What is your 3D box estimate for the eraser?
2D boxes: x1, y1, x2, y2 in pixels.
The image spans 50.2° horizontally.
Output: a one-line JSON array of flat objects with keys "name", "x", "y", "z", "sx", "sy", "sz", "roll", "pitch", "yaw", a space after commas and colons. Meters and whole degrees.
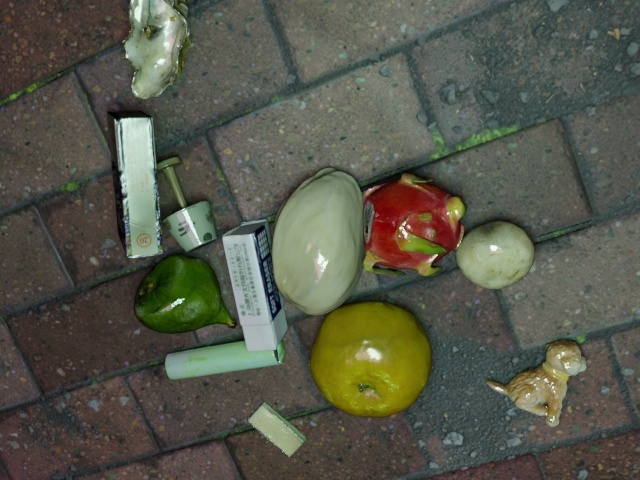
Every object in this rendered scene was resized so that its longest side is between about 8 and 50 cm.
[{"name": "eraser", "x": -0.146, "y": 0.104, "z": 1.605, "sx": 0.086, "sy": 0.130, "sz": 0.287, "roll": -6, "pitch": 105, "yaw": 15}]

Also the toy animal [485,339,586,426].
[{"name": "toy animal", "x": 0.493, "y": 0.294, "z": 1.547, "sx": 0.183, "sy": 0.104, "sz": 0.185, "roll": 24, "pitch": 114, "yaw": 11}]

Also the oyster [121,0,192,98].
[{"name": "oyster", "x": -0.353, "y": -0.485, "z": 1.490, "sx": 0.166, "sy": 0.110, "sz": 0.341, "roll": 0, "pitch": 109, "yaw": 17}]

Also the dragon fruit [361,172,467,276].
[{"name": "dragon fruit", "x": 0.197, "y": -0.031, "z": 1.459, "sx": 0.227, "sy": 0.224, "sz": 0.224, "roll": 10, "pitch": 108, "yaw": -7}]

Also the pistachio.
[{"name": "pistachio", "x": 0.000, "y": 0.000, "z": 1.512, "sx": 0.226, "sy": 0.208, "sz": 0.332, "roll": 6, "pitch": 88, "yaw": -21}]

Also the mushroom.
[{"name": "mushroom", "x": 0.379, "y": 0.029, "z": 1.481, "sx": 0.166, "sy": 0.127, "sz": 0.166, "roll": 4, "pitch": 130, "yaw": 5}]

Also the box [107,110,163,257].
[{"name": "box", "x": -0.422, "y": -0.135, "z": 1.553, "sx": 0.084, "sy": 0.198, "sz": 0.310, "roll": -7, "pitch": 106, "yaw": -20}]

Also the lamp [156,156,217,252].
[{"name": "lamp", "x": -0.322, "y": -0.083, "z": 1.593, "sx": 0.121, "sy": 0.121, "sz": 0.215, "roll": -23, "pitch": 91, "yaw": 17}]

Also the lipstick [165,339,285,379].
[{"name": "lipstick", "x": -0.237, "y": 0.295, "z": 1.706, "sx": 0.304, "sy": 0.076, "sz": 0.076, "roll": -12, "pitch": 103, "yaw": 14}]

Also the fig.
[{"name": "fig", "x": -0.310, "y": 0.153, "z": 1.641, "sx": 0.203, "sy": 0.203, "sz": 0.235, "roll": -33, "pitch": 131, "yaw": 18}]

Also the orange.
[{"name": "orange", "x": 0.115, "y": 0.263, "z": 1.546, "sx": 0.279, "sy": 0.235, "sz": 0.279, "roll": 4, "pitch": 121, "yaw": 7}]

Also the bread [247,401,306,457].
[{"name": "bread", "x": -0.112, "y": 0.487, "z": 1.760, "sx": 0.153, "sy": 0.028, "sz": 0.068, "roll": 40, "pitch": 109, "yaw": -1}]
